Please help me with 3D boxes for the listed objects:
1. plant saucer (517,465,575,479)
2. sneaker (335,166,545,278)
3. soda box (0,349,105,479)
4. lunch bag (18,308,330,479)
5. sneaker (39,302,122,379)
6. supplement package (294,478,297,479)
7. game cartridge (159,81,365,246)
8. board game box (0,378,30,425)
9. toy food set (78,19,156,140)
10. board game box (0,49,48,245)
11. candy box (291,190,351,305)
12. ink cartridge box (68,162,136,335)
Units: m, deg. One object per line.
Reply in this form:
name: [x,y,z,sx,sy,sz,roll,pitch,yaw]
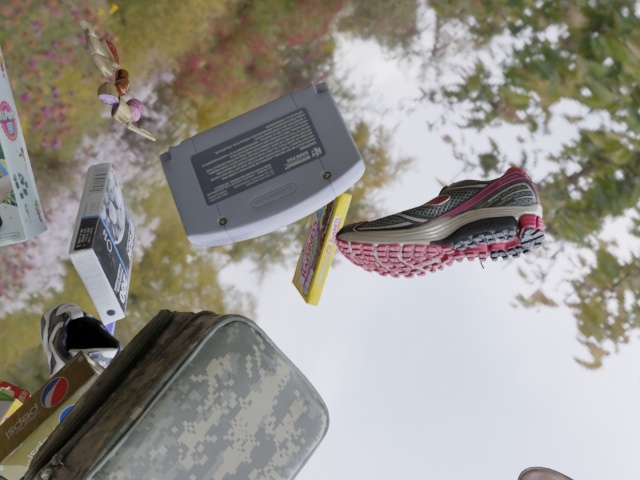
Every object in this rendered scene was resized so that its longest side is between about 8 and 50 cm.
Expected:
plant saucer: [0.340,0.393,1.301,0.036,0.198,0.198,-58,-170,24]
sneaker: [0.167,-0.021,1.377,0.299,0.121,0.112,-9,-118,16]
soda box: [-0.356,0.235,1.272,0.181,0.058,0.061,-44,-138,-4]
lunch bag: [-0.185,0.233,1.100,0.305,0.212,0.256,-51,-156,-23]
sneaker: [-0.344,0.203,1.420,0.094,0.235,0.153,-8,175,-27]
supplement package: [-0.123,0.605,2.069,0.175,0.177,0.293,-26,-122,4]
game cartridge: [-0.090,-0.112,1.511,0.297,0.198,0.062,-23,158,2]
board game box: [-0.617,0.356,1.671,0.124,0.039,0.259,12,-120,36]
toy food set: [-0.205,-0.154,0.958,0.019,0.122,0.078,-27,165,12]
board game box: [-0.546,-0.132,1.384,0.224,0.303,0.097,-11,-170,7]
candy box: [0.000,0.000,1.670,0.105,0.027,0.206,-128,-128,-66]
ink cartridge box: [-0.334,0.021,1.530,0.045,0.208,0.206,-7,-137,4]
